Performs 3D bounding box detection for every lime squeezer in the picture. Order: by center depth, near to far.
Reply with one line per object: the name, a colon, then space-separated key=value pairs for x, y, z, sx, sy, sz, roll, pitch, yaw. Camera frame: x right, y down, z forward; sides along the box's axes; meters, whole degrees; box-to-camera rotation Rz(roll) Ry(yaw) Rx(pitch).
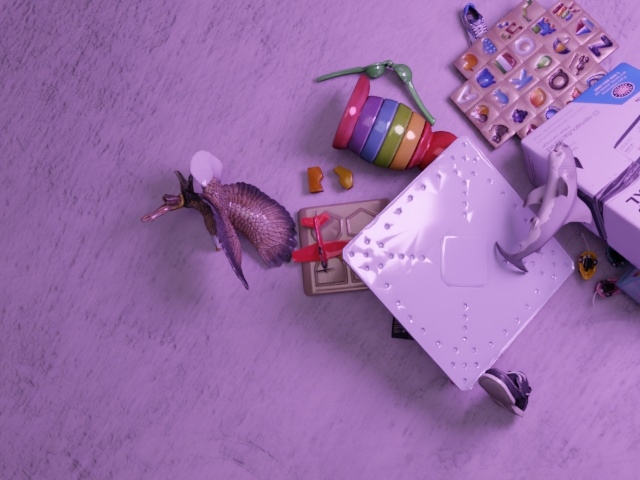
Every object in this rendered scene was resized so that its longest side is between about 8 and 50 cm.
lime squeezer: x=0.151 y=-0.387 z=1.484 sx=0.310 sy=0.059 sz=0.110 roll=23 pitch=116 yaw=10

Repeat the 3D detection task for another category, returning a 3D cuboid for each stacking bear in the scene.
stacking bear: x=0.187 y=-0.231 z=1.395 sx=0.289 sy=0.164 sz=0.175 roll=22 pitch=122 yaw=0

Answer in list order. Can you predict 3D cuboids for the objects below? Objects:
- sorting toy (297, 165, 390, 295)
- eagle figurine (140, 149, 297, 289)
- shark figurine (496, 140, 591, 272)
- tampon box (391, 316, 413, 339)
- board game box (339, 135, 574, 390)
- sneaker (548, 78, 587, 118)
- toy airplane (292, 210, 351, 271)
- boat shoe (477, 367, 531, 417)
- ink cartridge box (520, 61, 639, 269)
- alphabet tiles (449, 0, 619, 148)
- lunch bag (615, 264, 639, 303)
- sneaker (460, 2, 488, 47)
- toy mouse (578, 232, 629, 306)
sorting toy: x=0.059 y=-0.031 z=1.446 sx=0.229 sy=0.041 sz=0.307 roll=-7 pitch=80 yaw=12
eagle figurine: x=-0.215 y=-0.042 z=1.417 sx=0.298 sy=0.225 sz=0.226 roll=28 pitch=76 yaw=22
shark figurine: x=0.456 y=-0.035 z=1.182 sx=0.116 sy=0.166 sz=0.278 roll=16 pitch=112 yaw=-8
tampon box: x=0.234 y=0.142 z=1.340 sx=0.121 sy=0.101 sz=0.161 roll=9 pitch=81 yaw=-15
board game box: x=0.294 y=0.043 z=1.288 sx=0.390 sy=0.050 sz=0.390 roll=-43 pitch=96 yaw=-16
sneaker: x=0.561 y=-0.328 z=1.401 sx=0.076 sy=0.065 sz=0.166 roll=19 pitch=83 yaw=15
toy airplane: x=0.000 y=0.000 z=1.418 sx=0.151 sy=0.028 sz=0.151 roll=-2 pitch=82 yaw=14
boat shoe: x=0.384 y=0.296 z=1.253 sx=0.084 sy=0.233 sz=0.079 roll=28 pitch=80 yaw=37
ink cartridge box: x=0.652 y=-0.141 z=1.221 sx=0.285 sy=0.166 sz=0.395 roll=-38 pitch=48 yaw=1
alphabet tiles: x=0.482 y=-0.385 z=1.396 sx=0.342 sy=0.011 sz=0.285 roll=-41 pitch=77 yaw=11
lunch bag: x=0.799 y=0.062 z=1.257 sx=0.262 sy=0.160 sz=0.223 roll=-44 pitch=80 yaw=-10
sneaker: x=0.372 y=-0.505 z=1.457 sx=0.052 sy=0.058 sz=0.135 roll=-25 pitch=79 yaw=4
toy mouse: x=0.634 y=0.068 z=1.342 sx=0.143 sy=0.031 sz=0.161 roll=4 pitch=87 yaw=-3
